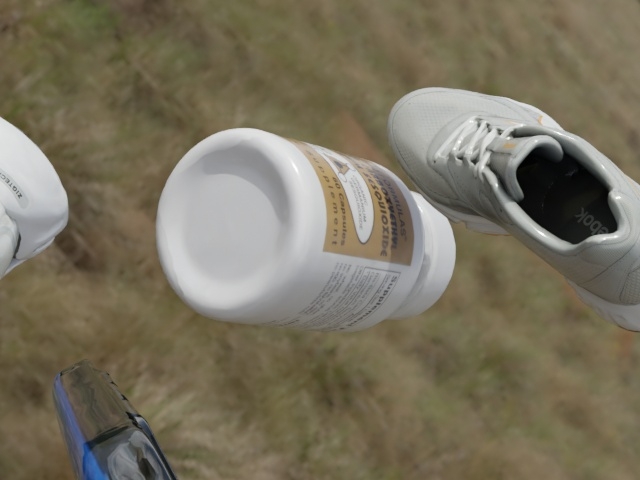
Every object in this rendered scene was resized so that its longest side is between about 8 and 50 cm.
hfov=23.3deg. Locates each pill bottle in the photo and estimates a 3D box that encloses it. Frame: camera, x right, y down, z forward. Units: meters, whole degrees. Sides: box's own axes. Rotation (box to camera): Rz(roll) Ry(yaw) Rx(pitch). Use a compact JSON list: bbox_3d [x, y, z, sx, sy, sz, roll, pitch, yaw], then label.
[{"bbox_3d":[0.000,0.000,1.117,0.229,0.131,0.131,11,41,-56],"label":"pill bottle"}]

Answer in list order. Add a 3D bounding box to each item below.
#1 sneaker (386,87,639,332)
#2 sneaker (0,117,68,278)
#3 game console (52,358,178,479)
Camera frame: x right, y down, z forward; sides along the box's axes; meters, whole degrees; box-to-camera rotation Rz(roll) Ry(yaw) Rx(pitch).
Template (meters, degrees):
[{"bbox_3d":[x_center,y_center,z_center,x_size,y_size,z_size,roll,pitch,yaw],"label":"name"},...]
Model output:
[{"bbox_3d":[0.129,-0.048,1.001,0.262,0.099,0.121,34,-4,40],"label":"sneaker"},{"bbox_3d":[-0.250,0.042,0.751,0.110,0.292,0.118,43,37,-19],"label":"sneaker"},{"bbox_3d":[0.034,0.133,0.572,0.250,0.173,0.293,63,-11,-6],"label":"game console"}]
